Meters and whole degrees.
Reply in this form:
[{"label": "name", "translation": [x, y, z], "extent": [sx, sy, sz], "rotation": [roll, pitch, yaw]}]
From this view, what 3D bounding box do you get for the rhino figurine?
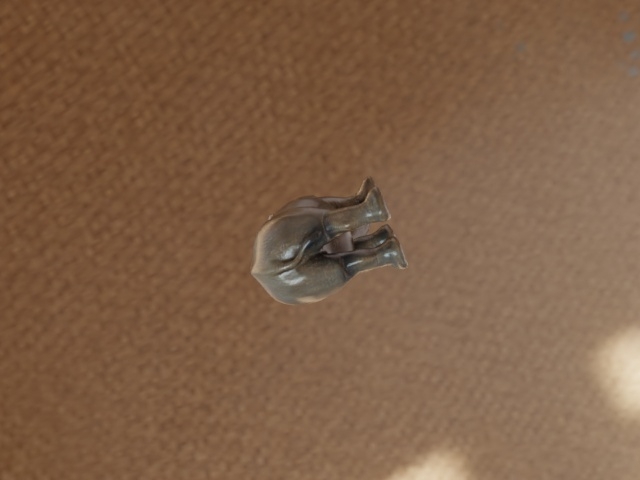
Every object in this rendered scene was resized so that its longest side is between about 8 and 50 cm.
[{"label": "rhino figurine", "translation": [0.000, 0.000, 1.284], "extent": [0.106, 0.243, 0.073], "rotation": [-21, 93, 1]}]
